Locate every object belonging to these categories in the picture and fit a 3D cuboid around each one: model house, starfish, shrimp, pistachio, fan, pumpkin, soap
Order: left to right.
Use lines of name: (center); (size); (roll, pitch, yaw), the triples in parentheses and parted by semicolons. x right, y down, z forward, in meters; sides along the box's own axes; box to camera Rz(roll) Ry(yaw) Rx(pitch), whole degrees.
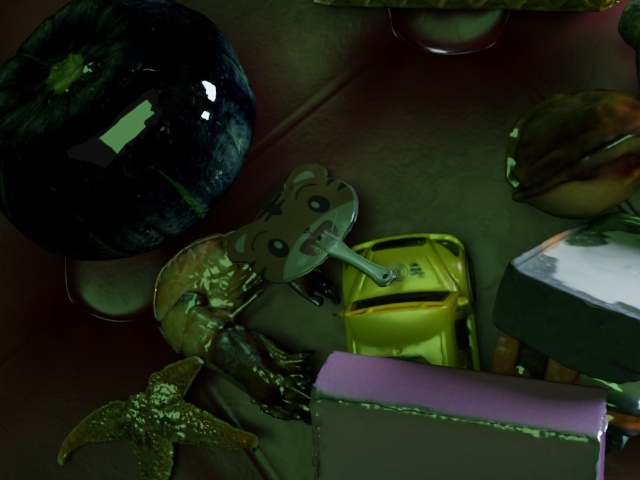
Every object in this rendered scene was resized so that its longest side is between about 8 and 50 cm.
pumpkin: (-0.219, -0.117, 1.229); (0.315, 0.238, 0.315); (-11, 63, 22)
starfish: (-0.190, 0.232, 1.293); (0.247, 0.050, 0.138); (-34, 81, 25)
shrimp: (-0.056, 0.090, 1.267); (0.289, 0.075, 0.178); (31, 92, 26)
fan: (0.000, 0.000, 1.213); (0.152, 0.008, 0.226); (-48, 45, -10)
soap: (0.127, 0.202, 1.012); (0.259, 0.081, 0.181); (4, 123, 19)
pistachio: (0.276, -0.093, 1.139); (0.210, 0.165, 0.130); (-16, 104, 53)
model house: (0.278, 0.144, 1.101); (0.190, 0.271, 0.301); (28, 118, 27)

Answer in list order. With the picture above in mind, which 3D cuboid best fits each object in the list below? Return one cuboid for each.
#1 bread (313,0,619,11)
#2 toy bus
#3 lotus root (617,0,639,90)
bread: (0.152, -0.295, 1.227); (0.367, 0.077, 0.084); (5, 98, 14)
toy bus: (0.097, 0.156, 1.179); (0.144, 0.152, 0.330); (-7, 86, 14)
lotus root: (0.439, -0.137, 1.106); (0.349, 0.175, 0.175); (33, 95, 23)
